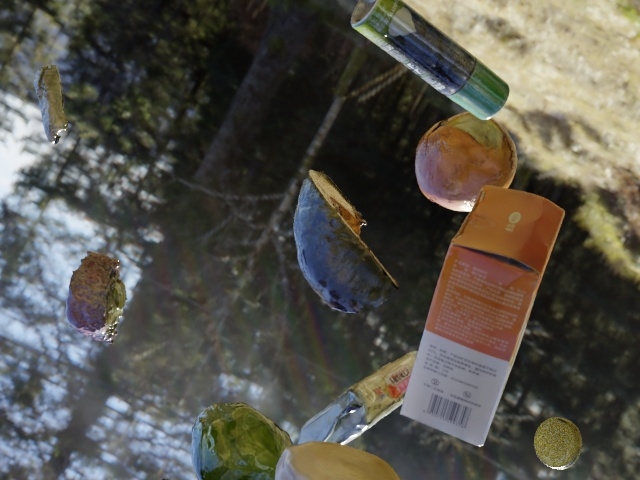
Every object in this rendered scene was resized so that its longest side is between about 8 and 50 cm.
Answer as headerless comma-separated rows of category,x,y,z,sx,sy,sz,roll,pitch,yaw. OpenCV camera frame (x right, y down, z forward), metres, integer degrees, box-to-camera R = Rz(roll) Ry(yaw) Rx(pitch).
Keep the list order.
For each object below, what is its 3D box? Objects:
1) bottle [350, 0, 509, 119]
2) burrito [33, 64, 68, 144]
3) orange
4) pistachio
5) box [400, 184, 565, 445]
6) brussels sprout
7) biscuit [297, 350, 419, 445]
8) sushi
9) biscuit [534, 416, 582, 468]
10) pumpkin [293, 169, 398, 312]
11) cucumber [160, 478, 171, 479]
bottle,0.209,-0.344,1.739,0.330,0.093,0.093,31,177,-25
burrito,-0.481,-0.249,1.674,0.042,0.051,0.171,25,-143,-44
orange,0.338,-0.185,2.179,0.240,0.240,0.240,29,178,1
pistachio,0.029,0.335,1.184,0.200,0.145,0.117,23,165,17
box,0.254,0.112,1.459,0.143,0.341,0.225,20,-147,13
brussels sprout,-0.171,0.447,1.966,0.219,0.210,0.271,51,177,-38
biscuit,0.089,0.289,1.677,0.309,0.186,0.079,-20,-111,-51
sushi,-0.476,0.145,1.975,0.107,0.241,0.161,12,-153,0
biscuit,0.393,0.336,1.547,0.023,0.084,0.084,17,-173,-41
pumpkin,0.000,0.000,1.602,0.169,0.148,0.312,40,-169,-30
cucumber,-0.289,0.494,1.794,0.067,0.067,0.245,28,165,5
